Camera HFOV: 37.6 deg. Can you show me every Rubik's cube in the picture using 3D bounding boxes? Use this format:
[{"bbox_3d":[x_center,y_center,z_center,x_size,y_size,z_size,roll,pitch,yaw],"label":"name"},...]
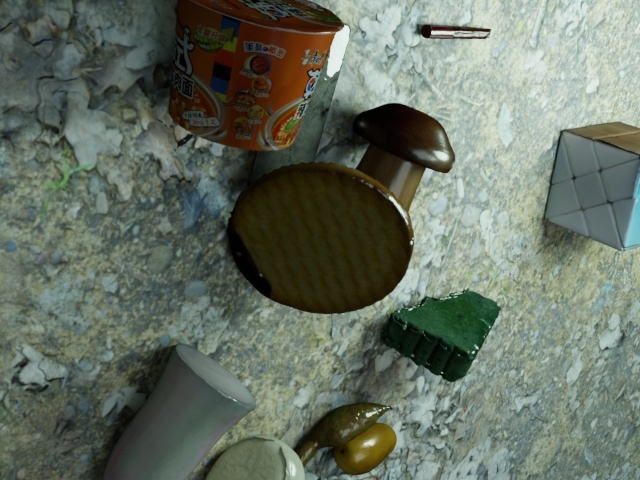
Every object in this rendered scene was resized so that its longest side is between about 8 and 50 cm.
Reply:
[{"bbox_3d":[0.672,-0.125,2.109,0.224,0.221,0.231,-12,118,-37],"label":"Rubik's cube"}]

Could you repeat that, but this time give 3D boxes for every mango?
[{"bbox_3d":[0.104,0.440,1.997,0.184,0.085,0.102,-6,116,-45],"label":"mango"}]

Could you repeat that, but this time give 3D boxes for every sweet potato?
[{"bbox_3d":[0.023,0.391,1.916,0.269,0.075,0.075,-31,129,-14],"label":"sweet potato"}]

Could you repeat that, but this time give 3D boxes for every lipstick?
[{"bbox_3d":[0.258,-0.390,1.762,0.176,0.027,0.027,-8,116,-40],"label":"lipstick"}]

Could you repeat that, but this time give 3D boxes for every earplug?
[{"bbox_3d":[-0.267,0.344,1.592,0.301,0.172,0.172,-52,135,2],"label":"earplug"}]

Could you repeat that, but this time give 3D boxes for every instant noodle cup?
[{"bbox_3d":[-0.109,-0.258,1.373,0.250,0.250,0.192,-6,123,-39],"label":"instant noodle cup"}]

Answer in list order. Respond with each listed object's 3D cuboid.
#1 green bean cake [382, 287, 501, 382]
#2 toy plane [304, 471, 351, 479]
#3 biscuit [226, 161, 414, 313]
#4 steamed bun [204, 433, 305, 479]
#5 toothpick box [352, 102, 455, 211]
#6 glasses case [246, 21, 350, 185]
[{"bbox_3d":[0.255,0.177,1.967,0.208,0.193,0.107,-48,158,-44],"label":"green bean cake"},{"bbox_3d":[-0.033,0.552,1.839,0.252,0.252,0.118,-41,112,-18],"label":"toy plane"},{"bbox_3d":[0.000,0.000,1.584,0.318,0.040,0.318,4,130,4],"label":"biscuit"},{"bbox_3d":[-0.126,0.480,1.756,0.228,0.177,0.131,-51,142,-12],"label":"steamed bun"},{"bbox_3d":[0.110,-0.098,1.672,0.192,0.192,0.294,13,108,-44],"label":"toothpick box"},{"bbox_3d":[-0.040,-0.225,1.559,0.114,0.060,0.299,5,107,-37],"label":"glasses case"}]
